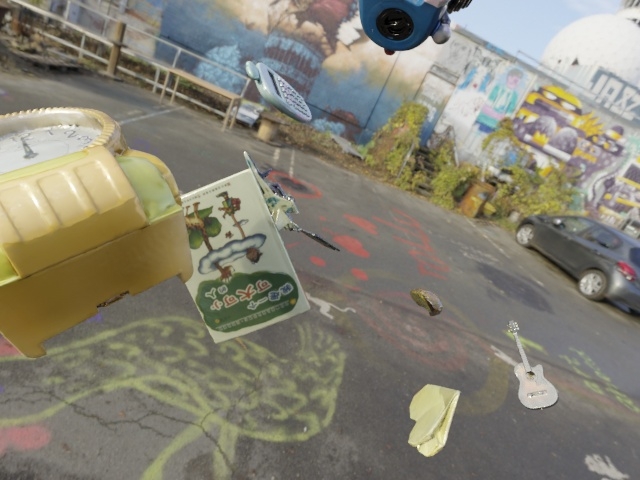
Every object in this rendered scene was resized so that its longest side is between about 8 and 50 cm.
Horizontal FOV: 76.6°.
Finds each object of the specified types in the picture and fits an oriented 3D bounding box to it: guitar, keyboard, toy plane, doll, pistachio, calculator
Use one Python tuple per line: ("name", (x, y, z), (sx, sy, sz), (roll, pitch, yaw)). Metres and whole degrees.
("guitar", (0.530, 0.314, 1.048), (0.025, 0.088, 0.233), (43, 33, -43))
("keyboard", (0.000, 0.001, 1.727), (0.106, 0.016, 0.262), (20, -6, 29))
("toy plane", (-0.136, -0.138, 1.151), (0.088, 0.262, 0.192), (-30, 19, -28))
("doll", (0.198, -0.565, 0.861), (0.284, 0.310, 0.240), (21, -19, -4))
("pistachio", (0.317, 0.177, 1.188), (0.089, 0.049, 0.173), (56, -3, -2))
("calculator", (-0.136, -0.486, 1.332), (0.299, 0.041, 0.185), (20, 42, -49))

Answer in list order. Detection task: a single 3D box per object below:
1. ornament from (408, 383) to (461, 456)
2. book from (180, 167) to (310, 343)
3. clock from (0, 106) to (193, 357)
("ornament", (0.308, 0.453, 1.082), (0.059, 0.180, 0.201), (37, 22, -2))
("book", (-0.209, 0.047, 0.971), (0.043, 0.260, 0.371), (-91, 159, -76))
("clock", (-0.340, -0.050, 0.517), (0.244, 0.200, 0.317), (-28, 50, -33))
